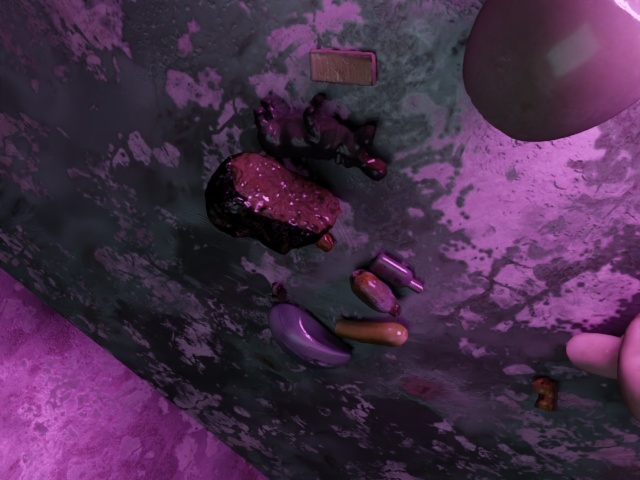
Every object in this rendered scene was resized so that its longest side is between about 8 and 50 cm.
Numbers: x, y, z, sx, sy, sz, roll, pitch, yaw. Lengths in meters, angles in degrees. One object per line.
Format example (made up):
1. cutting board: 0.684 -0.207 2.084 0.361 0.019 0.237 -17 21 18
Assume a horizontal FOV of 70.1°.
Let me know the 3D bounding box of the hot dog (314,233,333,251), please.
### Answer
1. hot dog: 0.000 0.000 1.362 0.083 0.035 0.058 34 137 -4

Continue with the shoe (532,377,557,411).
1. shoe: 0.692 0.478 1.401 0.069 0.072 0.109 -6 126 26

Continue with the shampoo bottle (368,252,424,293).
1. shampoo bottle: 0.225 0.102 1.331 0.165 0.040 0.080 32 136 0

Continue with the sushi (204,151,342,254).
1. sushi: -0.114 -0.093 1.155 0.350 0.211 0.170 20 148 -35

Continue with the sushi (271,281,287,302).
1. sushi: -0.150 0.179 1.611 0.046 0.044 0.083 30 139 33

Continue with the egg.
1. egg: 0.390 -0.321 0.683 0.278 0.278 0.336 35 142 -5

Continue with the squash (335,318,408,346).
1. squash: 0.173 0.306 1.522 0.250 0.083 0.083 0 129 32

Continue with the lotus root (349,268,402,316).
1. lotus root: 0.168 0.162 1.371 0.192 0.088 0.113 43 175 -12

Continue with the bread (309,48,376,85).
1. bread: 0.047 -0.379 0.998 0.153 0.028 0.068 11 133 20

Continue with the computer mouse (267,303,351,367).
1. computer mouse: -0.049 0.380 1.681 0.370 0.122 0.188 37 137 -11

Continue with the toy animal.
1. toy animal: 0.003 -0.248 1.089 0.342 0.106 0.168 16 134 10

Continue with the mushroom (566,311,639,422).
1. mushroom: 0.762 0.295 1.062 0.314 0.314 0.336 46 158 -16
